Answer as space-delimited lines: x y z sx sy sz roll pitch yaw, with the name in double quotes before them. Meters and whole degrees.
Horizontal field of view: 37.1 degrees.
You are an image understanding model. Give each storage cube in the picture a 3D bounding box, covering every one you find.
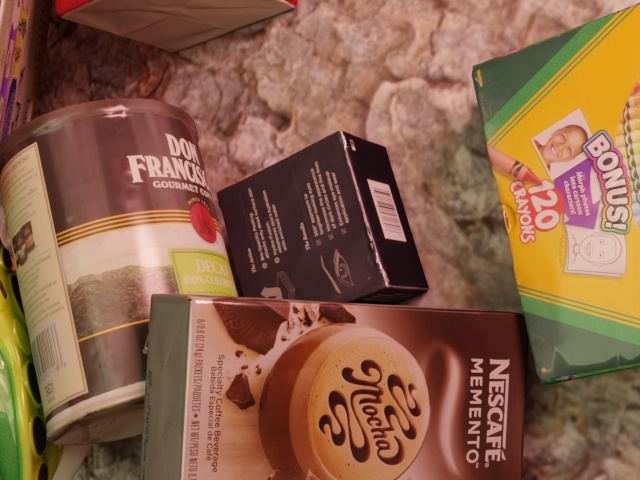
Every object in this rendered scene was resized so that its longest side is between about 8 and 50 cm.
"storage cube" -0.159 -0.330 1.008 0.215 0.183 0.193 -13 80 30

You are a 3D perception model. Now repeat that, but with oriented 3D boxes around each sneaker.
"sneaker" -0.332 0.111 0.917 0.123 0.109 0.296 -20 94 8

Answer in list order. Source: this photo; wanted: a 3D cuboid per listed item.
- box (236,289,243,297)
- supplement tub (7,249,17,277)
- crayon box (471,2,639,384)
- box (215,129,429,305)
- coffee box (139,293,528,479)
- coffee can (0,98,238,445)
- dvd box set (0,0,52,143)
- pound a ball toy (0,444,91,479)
"box" -0.159 0.088 1.042 0.232 0.058 0.087 5 87 33
"supplement tub" -0.435 0.060 1.143 0.117 0.190 0.117 -3 84 31
"crayon box" 0.239 -0.035 0.784 0.165 0.081 0.278 -17 76 31
"box" 0.000 0.000 0.928 0.158 0.093 0.156 -23 73 28
"coffee box" 0.015 0.133 0.780 0.119 0.297 0.168 175 98 -65
"coffee can" -0.185 0.034 0.912 0.201 0.201 0.275 -26 71 28
"dvd box set" -0.346 -0.205 1.020 0.420 0.062 0.308 -146 68 -77
"pound a ball toy" -0.366 0.197 1.018 0.319 0.136 0.208 28 104 -15
